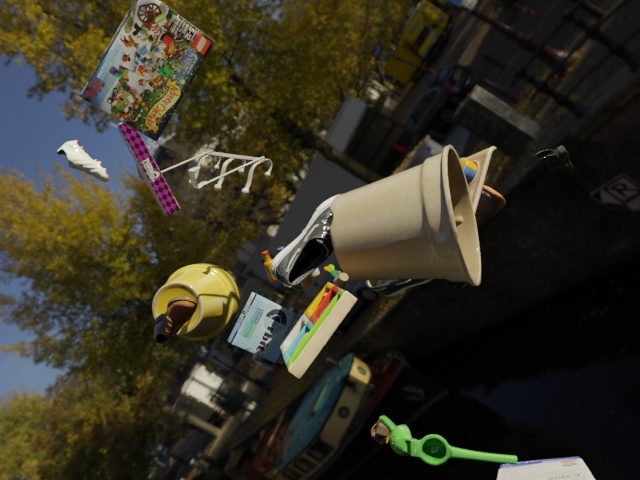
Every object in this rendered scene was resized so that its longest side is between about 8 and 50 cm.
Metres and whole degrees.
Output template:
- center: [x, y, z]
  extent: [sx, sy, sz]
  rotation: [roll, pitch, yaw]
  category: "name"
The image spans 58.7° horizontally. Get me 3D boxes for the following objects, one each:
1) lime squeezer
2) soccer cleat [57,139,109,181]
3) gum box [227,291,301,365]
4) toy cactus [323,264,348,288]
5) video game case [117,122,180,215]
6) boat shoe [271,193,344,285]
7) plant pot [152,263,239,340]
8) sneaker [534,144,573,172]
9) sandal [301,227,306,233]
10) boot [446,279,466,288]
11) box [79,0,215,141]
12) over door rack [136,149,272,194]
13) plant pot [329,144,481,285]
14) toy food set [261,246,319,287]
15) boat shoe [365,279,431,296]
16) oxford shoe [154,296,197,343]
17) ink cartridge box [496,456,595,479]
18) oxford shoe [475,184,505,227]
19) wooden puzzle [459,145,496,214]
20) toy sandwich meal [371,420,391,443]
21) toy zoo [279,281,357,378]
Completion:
- center: [0.204, 0.390, 1.080]
  extent: [0.310, 0.110, 0.059]
  rotation: [0, 71, 46]
  category: "lime squeezer"
- center: [-0.762, -0.244, 1.834]
  extent: [0.076, 0.196, 0.068]
  rotation: [-43, -14, -26]
  category: "soccer cleat"
- center: [-0.154, 0.259, 1.654]
  extent: [0.041, 0.184, 0.157]
  rotation: [13, 75, 60]
  category: "gum box"
- center: [0.052, 0.171, 2.141]
  extent: [0.180, 0.112, 0.219]
  rotation: [119, 159, -55]
  category: "toy cactus"
- center: [-0.417, -0.175, 1.382]
  extent: [0.042, 0.232, 0.210]
  rotation: [-29, 14, -13]
  category: "video game case"
- center: [0.000, 0.000, 1.495]
  extent: [0.301, 0.108, 0.102]
  rotation: [-44, 29, -14]
  category: "boat shoe"
- center: [-0.412, 0.202, 1.817]
  extent: [0.254, 0.254, 0.239]
  rotation: [-58, -8, 4]
  category: "plant pot"
- center: [0.749, -0.247, 1.823]
  extent: [0.089, 0.170, 0.051]
  rotation: [-35, 53, 13]
  category: "sneaker"
- center: [0.006, -0.032, 2.262]
  extent: [0.076, 0.102, 0.265]
  rotation: [-29, -3, -25]
  category: "sandal"
- center: [0.413, 0.112, 1.753]
  extent: [0.198, 0.077, 0.137]
  rotation: [78, -149, -43]
  category: "boot"
- center: [-0.332, -0.333, 1.101]
  extent: [0.233, 0.159, 0.044]
  rotation: [-60, 33, 1]
  category: "box"
- center: [-0.331, -0.190, 1.653]
  extent: [0.324, 0.239, 0.108]
  rotation: [-21, -63, -53]
  category: "over door rack"
- center: [0.201, -0.032, 1.384]
  extent: [0.305, 0.334, 0.334]
  rotation: [-12, 28, 23]
  category: "plant pot"
- center: [-0.092, 0.073, 1.800]
  extent: [0.111, 0.104, 0.232]
  rotation: [-29, 15, -26]
  category: "toy food set"
- center: [0.254, 0.082, 1.686]
  extent: [0.302, 0.091, 0.114]
  rotation: [-43, 42, 39]
  category: "boat shoe"
- center: [-0.379, 0.212, 1.494]
  extent: [0.212, 0.076, 0.076]
  rotation: [-45, 34, 44]
  category: "oxford shoe"
- center: [0.463, 0.507, 1.179]
  extent: [0.311, 0.186, 0.065]
  rotation: [26, -129, -69]
  category: "ink cartridge box"
- center: [0.651, -0.116, 2.317]
  extent: [0.133, 0.130, 0.363]
  rotation: [-52, -13, -9]
  category: "oxford shoe"
- center: [0.448, -0.162, 2.012]
  extent: [0.348, 0.080, 0.322]
  rotation: [-66, 17, -17]
  category: "wooden puzzle"
- center: [0.218, 0.676, 2.002]
  extent: [0.085, 0.085, 0.029]
  rotation: [-58, 1, 7]
  category: "toy sandwich meal"
- center: [-0.015, 0.181, 1.234]
  extent: [0.192, 0.030, 0.293]
  rotation: [-53, 6, -4]
  category: "toy zoo"
